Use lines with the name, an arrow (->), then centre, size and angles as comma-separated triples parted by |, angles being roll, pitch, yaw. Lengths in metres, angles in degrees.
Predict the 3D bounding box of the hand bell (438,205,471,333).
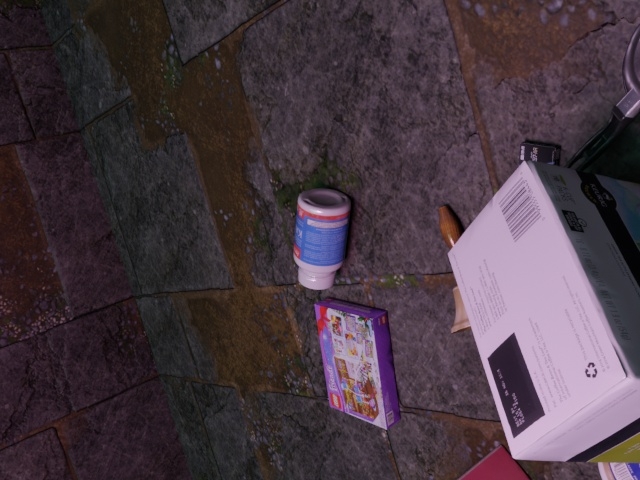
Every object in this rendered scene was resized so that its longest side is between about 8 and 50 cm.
hand bell -> 0.275, 0.048, 1.273 | 0.126, 0.126, 0.242 | -34, 69, 50

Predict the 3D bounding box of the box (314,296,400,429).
box -> 0.090, 0.298, 1.612 | 0.201, 0.057, 0.293 | 9, 113, 46

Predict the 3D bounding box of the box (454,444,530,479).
box -> 0.309, 0.548, 1.332 | 0.127, 0.232, 0.148 | 51, 138, 22

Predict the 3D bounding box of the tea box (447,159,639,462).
tea box -> 0.395, 0.102, 0.878 | 0.220, 0.323, 0.329 | 121, 149, -44

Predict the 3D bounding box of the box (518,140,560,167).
box -> 0.376, -0.126, 1.126 | 0.067, 0.018, 0.083 | 20, 121, 42

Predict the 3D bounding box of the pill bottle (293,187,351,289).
pill bottle -> 0.000, 0.000, 1.530 | 0.124, 0.124, 0.221 | 30, 127, 38

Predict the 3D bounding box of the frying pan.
frying pan -> 0.456, -0.232, 0.922 | 0.326, 0.053, 0.197 | -24, 68, 47

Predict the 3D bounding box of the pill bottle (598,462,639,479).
pill bottle -> 0.569, 0.317, 0.994 | 0.153, 0.153, 0.265 | 53, 138, 19
